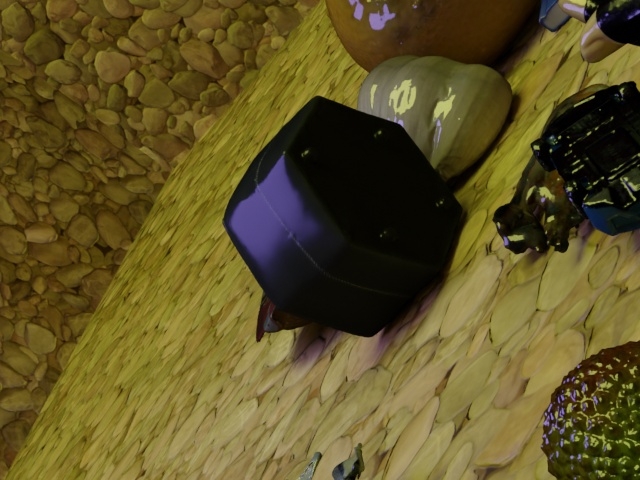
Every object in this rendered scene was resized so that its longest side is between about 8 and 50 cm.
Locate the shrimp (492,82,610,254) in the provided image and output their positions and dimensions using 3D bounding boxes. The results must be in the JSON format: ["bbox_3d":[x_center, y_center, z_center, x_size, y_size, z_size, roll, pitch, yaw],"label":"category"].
[{"bbox_3d":[0.200,-0.051,1.575,0.145,0.059,0.254,-46,13,44],"label":"shrimp"}]

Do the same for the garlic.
[{"bbox_3d":[0.109,-0.135,1.992,0.229,0.143,0.178,-22,31,54],"label":"garlic"}]

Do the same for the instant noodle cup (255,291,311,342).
[{"bbox_3d":[0.000,0.000,2.051,0.274,0.090,0.274,-165,90,-84],"label":"instant noodle cup"}]

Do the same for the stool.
[{"bbox_3d":[0.024,-0.027,1.816,0.141,0.232,0.232,-48,13,37],"label":"stool"}]

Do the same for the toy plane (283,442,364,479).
[{"bbox_3d":[-0.020,0.265,1.444,0.192,0.088,0.262,-50,12,11],"label":"toy plane"}]

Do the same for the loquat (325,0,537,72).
[{"bbox_3d":[0.125,-0.320,2.125,0.275,0.275,0.275,-51,12,15],"label":"loquat"}]

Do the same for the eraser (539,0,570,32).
[{"bbox_3d":[0.279,-0.281,2.011,0.063,0.027,0.085,-48,13,30],"label":"eraser"}]

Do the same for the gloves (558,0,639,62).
[{"bbox_3d":[0.303,-0.229,1.427,0.301,0.152,0.197,2,46,46],"label":"gloves"}]

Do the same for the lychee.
[{"bbox_3d":[0.186,0.112,1.015,0.114,0.114,0.146,-52,30,10],"label":"lychee"}]

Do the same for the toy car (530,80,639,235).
[{"bbox_3d":[0.237,-0.065,1.422,0.103,0.063,0.216,-34,18,7],"label":"toy car"}]
